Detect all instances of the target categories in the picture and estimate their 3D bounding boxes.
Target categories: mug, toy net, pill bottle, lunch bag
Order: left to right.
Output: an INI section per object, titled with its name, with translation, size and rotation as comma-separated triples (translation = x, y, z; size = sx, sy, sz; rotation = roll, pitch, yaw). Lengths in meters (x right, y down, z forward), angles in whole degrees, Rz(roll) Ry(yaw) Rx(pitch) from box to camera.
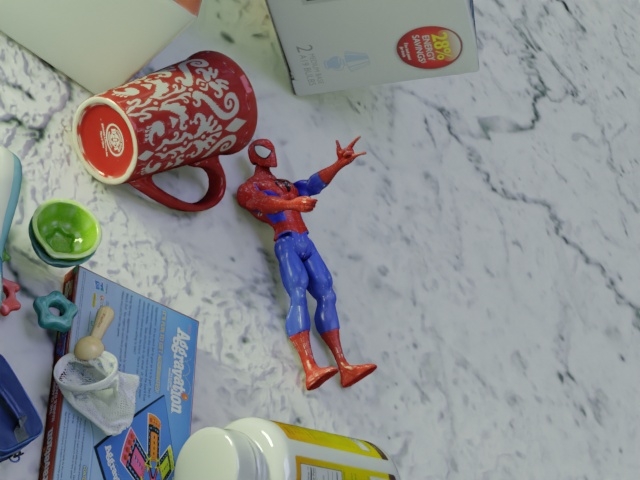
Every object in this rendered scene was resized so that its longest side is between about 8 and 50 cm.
[lunch bag]
translation = -0.287, 0.150, 1.694
size = 0.067, 0.065, 0.098
rotation = -27, 82, -51
[toy net]
translation = -0.234, 0.070, 1.790
size = 0.122, 0.045, 0.232
rotation = -7, 60, -34
[mug]
translation = -0.151, -0.106, 1.994
size = 0.169, 0.113, 0.150
rotation = -23, 78, -48
[pill bottle]
translation = -0.032, 0.231, 1.839
size = 0.215, 0.117, 0.117
rotation = 18, 50, -45

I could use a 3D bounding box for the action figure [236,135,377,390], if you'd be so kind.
[action figure]
translation = 0.000, 0.000, 2.051
size = 0.091, 0.139, 0.280
rotation = 0, 60, -47

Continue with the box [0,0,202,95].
[box]
translation = -0.286, -0.342, 1.982
size = 0.345, 0.168, 0.215
rotation = 34, 42, -24

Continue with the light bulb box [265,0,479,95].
[light bulb box]
translation = 0.036, -0.416, 2.199
size = 0.358, 0.225, 0.361
rotation = 70, 15, -51

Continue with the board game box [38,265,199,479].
[board game box]
translation = -0.185, 0.166, 1.818
size = 0.145, 0.027, 0.281
rotation = 27, 46, -28

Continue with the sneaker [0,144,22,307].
[sneaker]
translation = -0.377, -0.002, 1.673
size = 0.208, 0.127, 0.319
rotation = 33, 33, -27
